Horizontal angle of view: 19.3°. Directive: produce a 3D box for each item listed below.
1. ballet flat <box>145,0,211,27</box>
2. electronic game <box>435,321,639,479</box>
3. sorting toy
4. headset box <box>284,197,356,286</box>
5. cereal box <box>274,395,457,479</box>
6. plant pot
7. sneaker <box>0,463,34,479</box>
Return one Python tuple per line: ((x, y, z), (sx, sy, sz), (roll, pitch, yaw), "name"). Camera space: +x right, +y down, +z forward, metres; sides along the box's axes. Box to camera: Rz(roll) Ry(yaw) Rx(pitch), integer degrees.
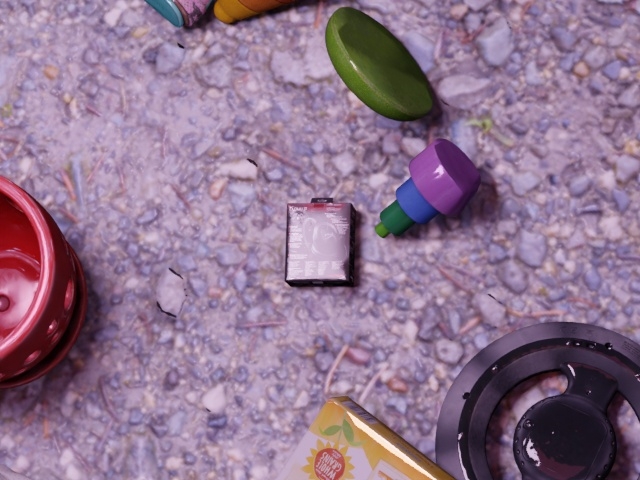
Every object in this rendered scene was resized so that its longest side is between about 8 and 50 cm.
((-0.191, -0.291, 1.833), (0.221, 0.077, 0.079), (34, 69, 13), "ballet flat")
((0.216, 0.182, 1.660), (0.229, 0.048, 0.229), (-2, 69, 6), "electronic game")
((0.007, -0.153, 1.759), (0.126, 0.127, 0.365), (-40, 71, 25), "sorting toy")
((0.000, 0.000, 1.750), (0.062, 0.032, 0.083), (-1, 77, 10), "headset box")
((0.016, 0.282, 1.650), (0.173, 0.047, 0.240), (37, 102, 18), "cereal box")
((-0.310, 0.042, 1.725), (0.191, 0.174, 0.191), (-2, 78, 11), "plant pot")
((-0.215, 0.286, 1.685), (0.315, 0.182, 0.127), (6, 76, 42), "sneaker")
